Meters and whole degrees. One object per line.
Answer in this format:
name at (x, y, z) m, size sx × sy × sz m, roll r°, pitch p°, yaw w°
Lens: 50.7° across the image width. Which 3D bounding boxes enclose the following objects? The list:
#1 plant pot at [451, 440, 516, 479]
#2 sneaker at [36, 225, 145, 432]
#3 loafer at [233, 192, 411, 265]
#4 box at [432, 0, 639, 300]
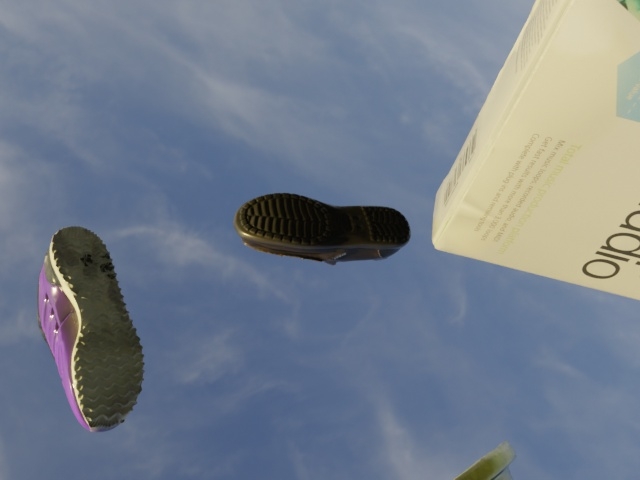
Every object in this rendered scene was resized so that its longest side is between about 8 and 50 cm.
plant pot at (0.074, 0.294, 0.350) m, size 0.276 × 0.276 × 0.254 m, roll -21°, pitch -118°, yaw -37°
sneaker at (-0.343, 0.139, 0.974) m, size 0.102 × 0.146 × 0.293 m, roll 3°, pitch -120°, yaw -42°
loafer at (0.000, 0.000, 0.838) m, size 0.220 × 0.078 × 0.080 m, roll 7°, pitch -129°, yaw -11°
box at (0.250, -0.041, 0.368) m, size 0.322 × 0.232 × 0.058 m, roll 13°, pitch -127°, yaw -3°
